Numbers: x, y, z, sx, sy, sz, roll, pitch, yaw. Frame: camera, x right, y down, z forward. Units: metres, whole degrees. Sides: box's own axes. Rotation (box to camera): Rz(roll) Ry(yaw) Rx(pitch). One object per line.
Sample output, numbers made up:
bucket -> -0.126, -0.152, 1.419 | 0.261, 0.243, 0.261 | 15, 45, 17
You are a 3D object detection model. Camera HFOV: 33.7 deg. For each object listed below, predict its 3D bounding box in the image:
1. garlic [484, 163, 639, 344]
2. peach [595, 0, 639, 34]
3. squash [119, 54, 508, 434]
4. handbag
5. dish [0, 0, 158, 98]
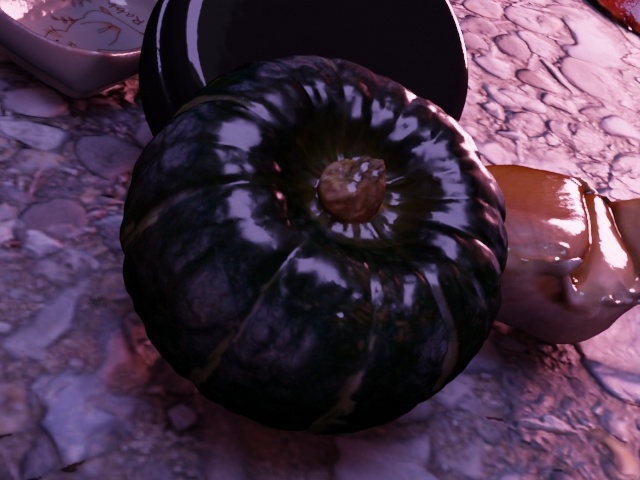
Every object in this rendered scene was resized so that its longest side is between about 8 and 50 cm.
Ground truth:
garlic -> 0.171, 0.013, 0.850 | 0.217, 0.110, 0.228 | 18, 23, 17
peach -> 0.470, -0.375, 1.547 | 0.189, 0.068, 0.279 | 10, 37, -11
squash -> 0.000, 0.000, 0.685 | 0.252, 0.165, 0.252 | 7, 65, -16
handbag -> -0.007, -0.137, 0.881 | 0.308, 0.093, 0.253 | -35, 95, -35
dish -> -0.200, -0.199, 0.965 | 0.151, 0.077, 0.212 | 32, 37, 13
